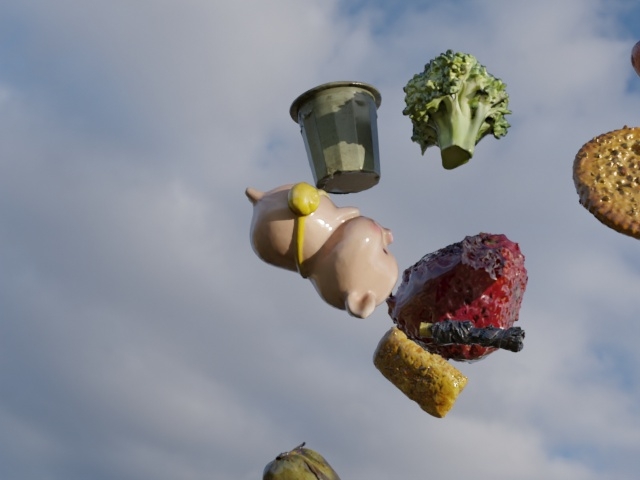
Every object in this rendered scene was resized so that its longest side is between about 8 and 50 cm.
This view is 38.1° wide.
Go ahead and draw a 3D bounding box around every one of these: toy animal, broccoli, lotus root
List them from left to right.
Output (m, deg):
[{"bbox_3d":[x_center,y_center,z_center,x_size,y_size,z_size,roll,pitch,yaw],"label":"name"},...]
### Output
[{"bbox_3d":[-0.012,0.565,1.930,0.160,0.275,0.152,-32,-15,8],"label":"lotus root"},{"bbox_3d":[-0.001,0.001,1.302,0.248,0.149,0.165,40,9,8],"label":"toy animal"},{"bbox_3d":[0.289,-0.254,1.911,0.246,0.243,0.263,17,-41,-11],"label":"broccoli"}]

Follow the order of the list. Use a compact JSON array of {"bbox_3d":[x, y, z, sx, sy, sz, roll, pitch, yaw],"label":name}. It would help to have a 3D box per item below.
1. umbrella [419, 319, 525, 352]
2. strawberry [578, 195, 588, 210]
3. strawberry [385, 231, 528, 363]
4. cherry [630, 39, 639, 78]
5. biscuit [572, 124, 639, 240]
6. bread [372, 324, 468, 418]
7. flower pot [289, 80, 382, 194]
[{"bbox_3d":[0.206,0.128,1.266,0.143,0.037,0.040,4,-52,19],"label":"umbrella"},{"bbox_3d":[0.600,-0.090,1.946,0.106,0.106,0.106,13,-30,8],"label":"strawberry"},{"bbox_3d":[0.262,0.113,1.703,0.274,0.221,0.274,-21,-9,-3],"label":"strawberry"},{"bbox_3d":[0.560,-0.293,1.519,0.106,0.126,0.087,-2,-14,-24],"label":"cherry"},{"bbox_3d":[0.513,-0.090,1.421,0.253,0.254,0.035,11,-40,10],"label":"biscuit"},{"bbox_3d":[0.209,0.280,1.983,0.211,0.114,0.083,37,21,26],"label":"bread"},{"bbox_3d":[0.043,-0.214,2.048,0.212,0.203,0.212,-5,-17,-2],"label":"flower pot"}]
